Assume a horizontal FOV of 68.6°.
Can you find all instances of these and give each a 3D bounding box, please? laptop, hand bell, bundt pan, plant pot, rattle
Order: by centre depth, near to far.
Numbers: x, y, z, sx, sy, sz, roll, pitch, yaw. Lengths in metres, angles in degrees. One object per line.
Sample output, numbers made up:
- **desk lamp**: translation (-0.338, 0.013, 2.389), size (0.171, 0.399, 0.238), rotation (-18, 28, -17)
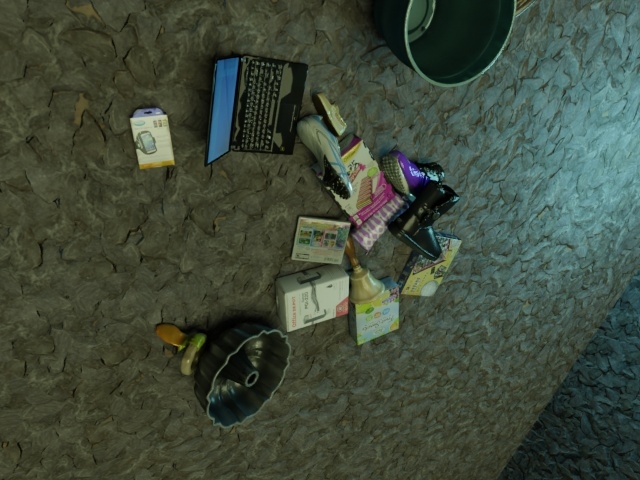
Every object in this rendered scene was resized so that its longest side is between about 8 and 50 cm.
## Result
- **plant pot**: translation (0.254, -0.525, 1.085), size (0.271, 0.255, 0.271), rotation (-11, 124, -17)
- **laptop**: translation (-0.144, -0.298, 1.093), size (0.264, 0.136, 0.234), rotation (-2, 120, -27)
- **rattle**: translation (-0.411, 0.338, 1.396), size (0.143, 0.130, 0.200), rotation (7, 153, -5)
- **bundt pan**: translation (-0.246, 0.390, 1.427), size (0.331, 0.124, 0.331), rotation (-30, 133, -38)
- **hand bell**: translation (0.111, 0.071, 1.495), size (0.126, 0.126, 0.242), rotation (-28, 116, -11)

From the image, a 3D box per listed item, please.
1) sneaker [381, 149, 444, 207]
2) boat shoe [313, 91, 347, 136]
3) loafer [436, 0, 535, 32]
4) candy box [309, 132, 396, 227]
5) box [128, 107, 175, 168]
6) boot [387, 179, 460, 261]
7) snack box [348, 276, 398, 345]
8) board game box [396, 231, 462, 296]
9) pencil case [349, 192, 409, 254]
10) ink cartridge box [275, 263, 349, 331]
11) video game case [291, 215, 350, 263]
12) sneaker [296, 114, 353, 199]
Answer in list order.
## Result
- **sneaker**: translation (0.295, -0.197, 1.418), size (0.146, 0.102, 0.293), rotation (-42, 137, 1)
- **boat shoe**: translation (0.026, -0.334, 1.223), size (0.045, 0.050, 0.135), rotation (-46, 132, -12)
- **loafer**: translation (0.442, -0.622, 1.208), size (0.366, 0.134, 0.130), rotation (-48, 127, 7)
- **candy box**: translation (0.098, -0.167, 1.345), size (0.159, 0.071, 0.233), rotation (-41, 129, 1)
- **box**: translation (-0.386, -0.236, 1.073), size (0.081, 0.028, 0.136), rotation (-12, 121, -21)
- **boot**: translation (0.346, -0.058, 1.417), size (0.246, 0.094, 0.207), rotation (29, 113, -37)
- **snack box**: translation (0.187, 0.249, 1.649), size (0.174, 0.070, 0.207), rotation (-19, 128, -17)
- **board game box**: translation (0.384, 0.086, 1.672), size (0.165, 0.042, 0.243), rotation (9, 114, -32)
- **pencil case**: translation (0.184, -0.060, 1.445), size (0.206, 0.086, 0.088), rotation (-44, 99, 4)
- **ink cartridge box**: translation (-0.025, 0.177, 1.478), size (0.218, 0.092, 0.158), rotation (-13, 124, -19)
- **video game case**: translation (0.000, 0.000, 1.402), size (0.157, 0.019, 0.143), rotation (6, 116, -12)
- **sneaker**: translation (0.027, -0.218, 1.210), size (0.086, 0.085, 0.237), rotation (-31, 94, -24)
